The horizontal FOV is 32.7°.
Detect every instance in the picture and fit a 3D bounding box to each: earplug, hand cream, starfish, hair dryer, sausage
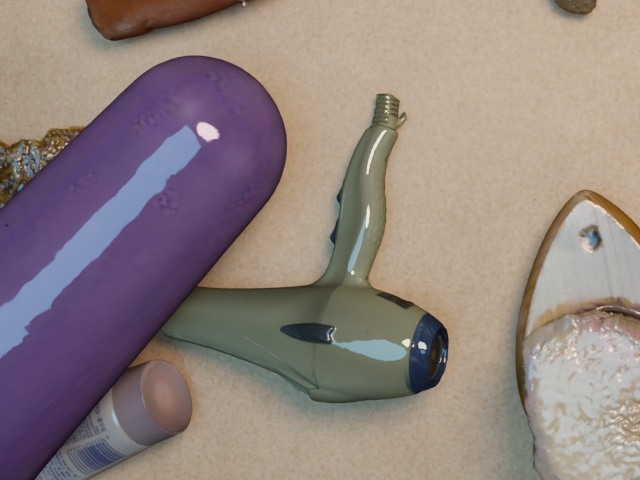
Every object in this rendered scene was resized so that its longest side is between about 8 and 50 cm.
[{"bbox_3d":[-0.215,0.014,1.057,0.215,0.215,0.456,45,94,9],"label":"earplug"},{"bbox_3d":[-0.255,0.205,1.174,0.248,0.083,0.133,-21,86,27],"label":"hand cream"},{"bbox_3d":[-0.321,-0.048,1.178,0.247,0.050,0.138,-9,86,4],"label":"starfish"},{"bbox_3d":[-0.031,0.027,1.098,0.296,0.119,0.298,-14,73,20],"label":"hair dryer"},{"bbox_3d":[-0.050,-0.295,1.075,0.419,0.094,0.094,-17,49,16],"label":"sausage"}]

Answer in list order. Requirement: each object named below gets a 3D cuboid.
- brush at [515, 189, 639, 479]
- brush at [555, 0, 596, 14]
[{"bbox_3d":[0.250,0.085,0.971,0.174,0.166,0.266,-11,88,16],"label":"brush"},{"bbox_3d":[0.177,-0.341,1.035,0.039,0.042,0.299,-29,83,-1],"label":"brush"}]
